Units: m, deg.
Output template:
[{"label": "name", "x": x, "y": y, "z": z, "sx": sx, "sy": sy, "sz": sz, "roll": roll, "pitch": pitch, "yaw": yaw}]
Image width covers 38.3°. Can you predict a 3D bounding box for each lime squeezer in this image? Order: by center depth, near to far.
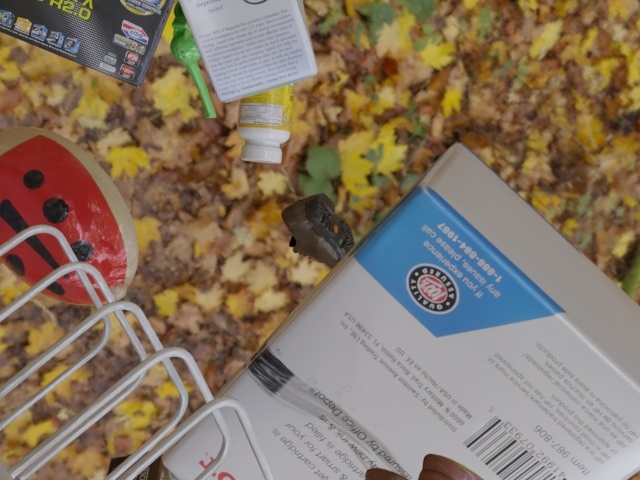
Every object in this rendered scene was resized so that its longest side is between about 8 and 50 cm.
[{"label": "lime squeezer", "x": -0.205, "y": -0.364, "z": 1.569, "sx": 0.110, "sy": 0.059, "sz": 0.310, "roll": -6, "pitch": 103, "yaw": -44}]

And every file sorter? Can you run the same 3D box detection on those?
[{"label": "file sorter", "x": -0.189, "y": 0.146, "z": 0.739, "sx": 0.173, "sy": 0.277, "sz": 0.193, "roll": -39, "pitch": 142, "yaw": -21}]

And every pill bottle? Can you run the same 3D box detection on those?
[{"label": "pill bottle", "x": -0.119, "y": -0.274, "z": 1.981, "sx": 0.117, "sy": 0.117, "sz": 0.208, "roll": 4, "pitch": 91, "yaw": -37}]

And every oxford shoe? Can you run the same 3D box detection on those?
[{"label": "oxford shoe", "x": 0.000, "y": 0.000, "z": 1.587, "sx": 0.096, "sy": 0.083, "sz": 0.227, "roll": -12, "pitch": 140, "yaw": 20}]

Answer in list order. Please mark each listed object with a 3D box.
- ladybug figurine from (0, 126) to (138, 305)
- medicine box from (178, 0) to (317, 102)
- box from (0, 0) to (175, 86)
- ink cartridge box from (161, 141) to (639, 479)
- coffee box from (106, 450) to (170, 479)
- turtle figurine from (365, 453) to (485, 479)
[{"label": "ladybug figurine", "x": -0.563, "y": -0.042, "z": 1.886, "sx": 0.305, "sy": 0.449, "sz": 0.162, "roll": -52, "pitch": 168, "yaw": 20}, {"label": "medicine box", "x": -0.120, "y": -0.390, "z": 1.283, "sx": 0.149, "sy": 0.263, "sz": 0.289, "roll": -16, "pitch": 126, "yaw": 6}, {"label": "box", "x": -0.386, "y": -0.403, "z": 1.527, "sx": 0.270, "sy": 0.060, "sz": 0.216, "roll": 21, "pitch": 121, "yaw": -15}, {"label": "ink cartridge box", "x": 0.085, "y": 0.154, "z": 0.856, "sx": 0.395, "sy": 0.285, "sz": 0.166, "roll": -47, "pitch": 180, "yaw": 27}, {"label": "coffee box", "x": -0.310, "y": 0.521, "z": 1.655, "sx": 0.098, "sy": 0.141, "sz": 0.246, "roll": -9, "pitch": 118, "yaw": 2}, {"label": "turtle figurine", "x": 0.014, "y": 0.221, "z": 0.457, "sx": 0.269, "sy": 0.087, "sz": 0.217, "roll": 108, "pitch": 8, "yaw": -62}]
